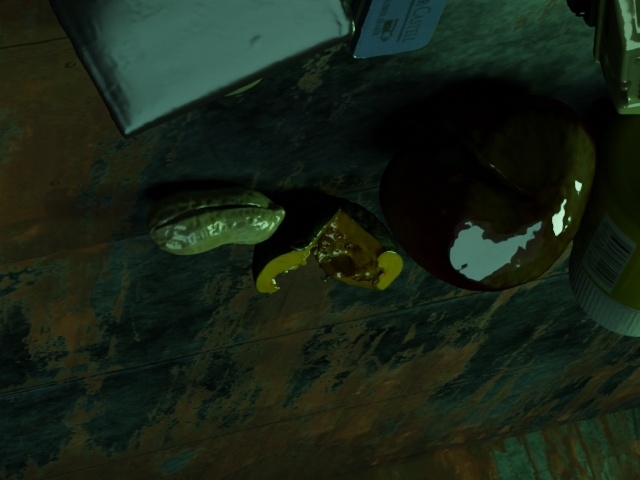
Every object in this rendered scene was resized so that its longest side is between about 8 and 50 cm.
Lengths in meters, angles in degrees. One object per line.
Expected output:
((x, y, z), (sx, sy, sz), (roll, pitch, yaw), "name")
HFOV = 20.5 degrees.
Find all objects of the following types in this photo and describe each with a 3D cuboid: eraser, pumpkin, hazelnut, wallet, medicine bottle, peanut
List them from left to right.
((-0.100, -0.201, 1.461), (0.229, 0.049, 0.182), (-21, 120, 7), "wallet")
((-0.120, -0.022, 1.997), (0.174, 0.080, 0.080), (-6, 158, -35), "peanut")
((0.000, 0.000, 2.107), (0.184, 0.107, 0.119), (1, 151, -28), "pumpkin")
((0.080, -0.240, 1.631), (0.082, 0.036, 0.225), (-10, 160, -14), "eraser")
((0.192, -0.060, 1.986), (0.251, 0.217, 0.217), (-38, 164, -13), "hazelnut")
((0.432, -0.023, 2.224), (0.224, 0.224, 0.384), (-15, 159, -7), "medicine bottle")

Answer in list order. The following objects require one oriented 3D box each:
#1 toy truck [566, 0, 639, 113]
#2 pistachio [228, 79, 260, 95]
((0.325, -0.244, 1.520), (0.181, 0.254, 0.405), (-12, 157, -2), "toy truck")
((-0.110, -0.178, 1.558), (0.149, 0.113, 0.113), (-4, 161, 6), "pistachio")
